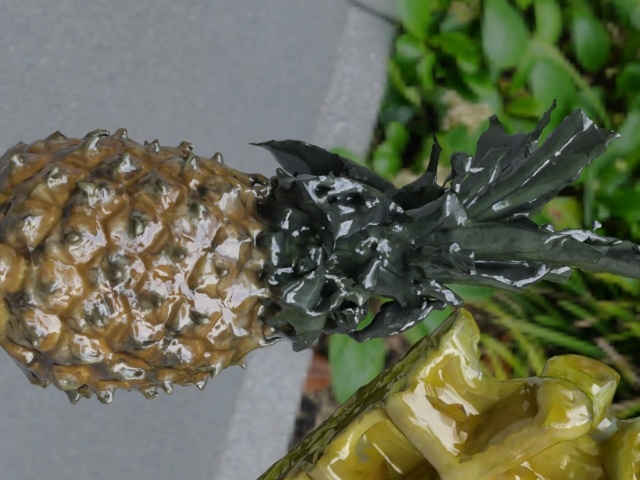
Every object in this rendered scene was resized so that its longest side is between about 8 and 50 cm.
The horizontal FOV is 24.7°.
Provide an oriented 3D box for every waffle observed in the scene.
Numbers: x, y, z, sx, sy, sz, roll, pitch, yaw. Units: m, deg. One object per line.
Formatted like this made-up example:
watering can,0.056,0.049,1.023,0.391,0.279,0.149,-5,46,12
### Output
waffle,0.055,0.120,0.485,0.160,0.211,0.055,46,35,-1

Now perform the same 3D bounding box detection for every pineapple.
pineapple,-0.001,0.001,0.824,0.165,0.364,0.166,174,-90,-86
